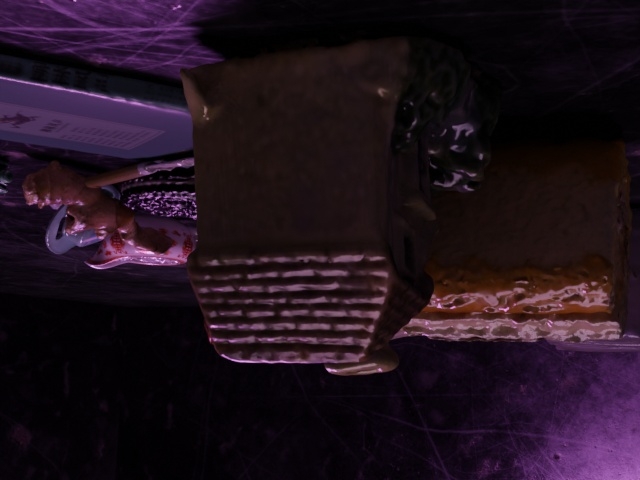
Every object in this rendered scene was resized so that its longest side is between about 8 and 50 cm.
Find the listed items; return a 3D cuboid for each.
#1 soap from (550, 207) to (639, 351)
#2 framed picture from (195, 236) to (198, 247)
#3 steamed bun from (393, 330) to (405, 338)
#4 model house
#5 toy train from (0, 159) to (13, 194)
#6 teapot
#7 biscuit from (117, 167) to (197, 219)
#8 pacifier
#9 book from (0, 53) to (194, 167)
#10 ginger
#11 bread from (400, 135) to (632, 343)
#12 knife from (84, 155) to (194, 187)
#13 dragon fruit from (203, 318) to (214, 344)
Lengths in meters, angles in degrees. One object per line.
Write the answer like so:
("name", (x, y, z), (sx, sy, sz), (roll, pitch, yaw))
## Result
("soap", (0.528, 0.074, 1.670), (0.350, 0.213, 0.435), (1, 171, 17))
("framed picture", (-0.262, 0.013, 2.131), (0.213, 0.016, 0.289), (3, 172, -5))
("steamed bun", (0.096, 0.120, 2.130), (0.250, 0.200, 0.155), (10, 170, -30))
("model house", (0.035, -0.014, 0.917), (0.261, 0.266, 0.321), (-4, 168, 19))
("toy train", (-0.481, -0.089, 1.356), (0.122, 0.050, 0.081), (-2, 166, 31))
("teapot", (-0.290, 0.005, 1.756), (0.245, 0.116, 0.159), (4, 160, 4))
("biscuit", (-0.194, -0.067, 1.416), (0.194, 0.053, 0.194), (1, 172, 0))
("pacifier", (-0.375, -0.050, 1.511), (0.116, 0.127, 0.150), (38, -143, 20))
("book", (-0.262, -0.133, 1.046), (0.379, 0.031, 0.264), (7, 170, -31))
("ginger", (-0.319, -0.036, 1.432), (0.075, 0.089, 0.288), (11, 165, 32))
("bread", (0.158, -0.009, 1.130), (0.375, 0.236, 0.165), (-3, 146, 21))
("knife", (-0.190, -0.088, 1.190), (0.047, 0.017, 0.298), (6, 171, -44))
("dragon fruit", (-0.110, 0.144, 2.246), (0.315, 0.250, 0.250), (-11, 169, 10))
